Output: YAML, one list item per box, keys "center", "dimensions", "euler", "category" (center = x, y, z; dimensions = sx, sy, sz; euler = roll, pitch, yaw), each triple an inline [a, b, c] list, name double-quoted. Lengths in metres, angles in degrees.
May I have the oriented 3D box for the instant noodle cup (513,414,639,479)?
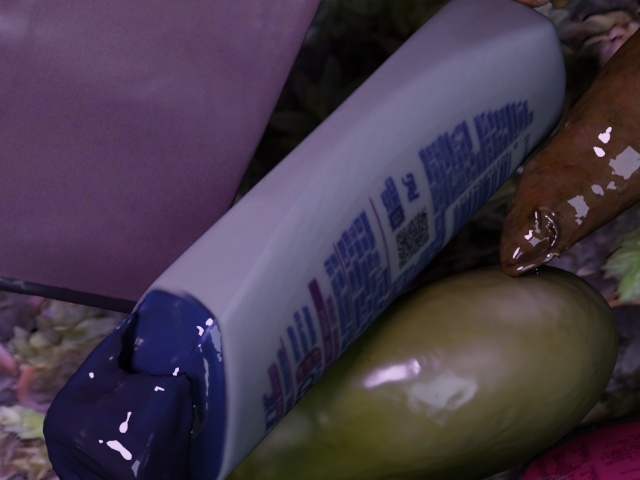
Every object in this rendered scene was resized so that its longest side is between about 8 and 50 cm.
- center: [0.223, 0.235, 1.233]
  dimensions: [0.258, 0.181, 0.302]
  euler: [19, 117, -21]
  category: "instant noodle cup"

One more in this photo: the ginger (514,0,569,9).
- center: [0.157, -0.223, 0.987]
  dimensions: [0.213, 0.074, 0.137]
  euler: [-38, 123, 20]
  category: "ginger"

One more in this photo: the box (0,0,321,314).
- center: [-0.116, -0.110, 0.954]
  dimensions: [0.188, 0.153, 0.252]
  euler: [12, 120, -17]
  category: "box"

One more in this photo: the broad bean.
- center: [0.046, 0.098, 1.108]
  dimensions: [0.291, 0.119, 0.238]
  euler: [-28, 161, 30]
  category: "broad bean"

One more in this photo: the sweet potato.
- center: [0.263, -0.125, 1.031]
  dimensions: [0.422, 0.130, 0.130]
  euler: [-36, 123, 7]
  category: "sweet potato"

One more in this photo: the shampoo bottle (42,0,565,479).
- center: [0.000, 0.000, 0.963]
  dimensions: [0.359, 0.078, 0.134]
  euler: [-45, 150, -29]
  category: "shampoo bottle"
